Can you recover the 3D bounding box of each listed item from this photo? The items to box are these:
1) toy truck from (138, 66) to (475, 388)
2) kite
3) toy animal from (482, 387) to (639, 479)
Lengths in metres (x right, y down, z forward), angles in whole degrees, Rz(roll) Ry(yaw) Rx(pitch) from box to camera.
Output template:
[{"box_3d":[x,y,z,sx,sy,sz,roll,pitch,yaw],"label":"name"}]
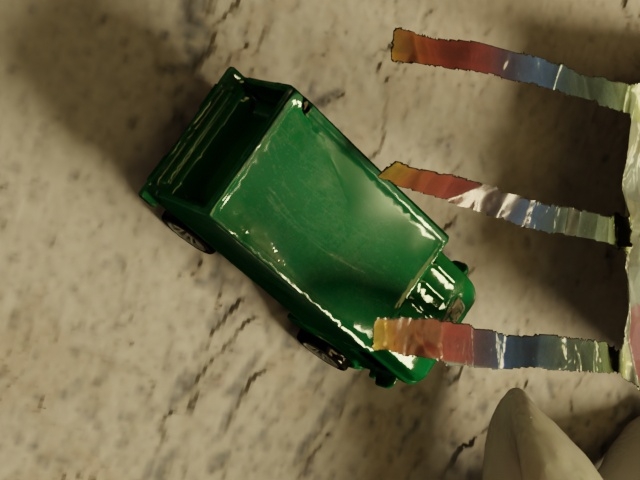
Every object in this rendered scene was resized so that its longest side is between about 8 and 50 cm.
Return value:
[{"box_3d":[0.000,0.000,0.601,0.147,0.079,0.065,43,77,-35],"label":"toy truck"},{"box_3d":[0.144,0.000,0.677,0.360,0.022,0.204,3,94,-49],"label":"kite"},{"box_3d":[0.132,0.241,0.701,0.208,0.154,0.325,14,85,-45],"label":"toy animal"}]
